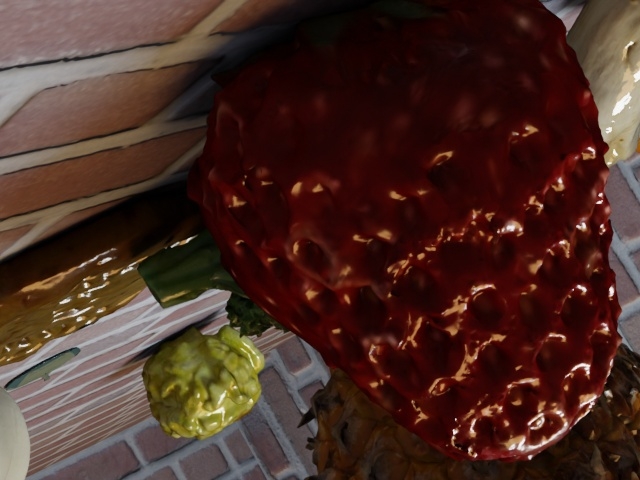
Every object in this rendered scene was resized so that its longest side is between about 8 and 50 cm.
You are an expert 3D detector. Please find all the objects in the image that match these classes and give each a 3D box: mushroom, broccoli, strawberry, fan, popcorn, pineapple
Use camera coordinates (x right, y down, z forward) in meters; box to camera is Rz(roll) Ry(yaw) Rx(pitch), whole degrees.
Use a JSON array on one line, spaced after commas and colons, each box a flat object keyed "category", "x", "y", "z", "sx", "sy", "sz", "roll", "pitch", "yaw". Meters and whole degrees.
[{"category": "mushroom", "x": 0.297, "y": -0.193, "z": 1.271, "sx": 0.123, "sy": 0.095, "sz": 0.351, "roll": 5, "pitch": 142, "yaw": -14}, {"category": "broccoli", "x": -0.072, "y": 0.007, "z": 1.258, "sx": 0.194, "sy": 0.194, "sz": 0.219, "roll": -28, "pitch": -175, "yaw": -14}, {"category": "strawberry", "x": 0.093, "y": -0.009, "z": 1.031, "sx": 0.317, "sy": 0.345, "sz": 0.295, "roll": -17, "pitch": 161, "yaw": -50}, {"category": "fan", "x": -0.380, "y": 0.181, "z": 1.936, "sx": 0.113, "sy": 0.005, "sz": 0.175, "roll": -28, "pitch": 174, "yaw": -13}, {"category": "popcorn", "x": -0.194, "y": 0.236, "z": 2.414, "sx": 0.217, "sy": 0.181, "sz": 0.235, "roll": -26, "pitch": 178, "yaw": -43}, {"category": "pineapple", "x": 0.152, "y": 0.198, "z": 1.239, "sx": 0.352, "sy": 0.300, "sz": 0.352, "roll": 1, "pitch": 147, "yaw": 1}]

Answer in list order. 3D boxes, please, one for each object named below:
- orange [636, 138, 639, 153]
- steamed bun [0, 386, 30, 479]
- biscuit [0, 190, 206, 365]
[{"category": "orange", "x": 0.393, "y": -0.192, "z": 1.456, "sx": 0.246, "sy": 0.246, "sz": 0.246, "roll": -29, "pitch": 174, "yaw": -4}, {"category": "steamed bun", "x": -0.455, "y": 0.276, "z": 1.638, "sx": 0.241, "sy": 0.164, "sz": 0.146, "roll": -30, "pitch": 173, "yaw": 14}, {"category": "biscuit", "x": -0.246, "y": 0.050, "z": 1.356, "sx": 0.359, "sy": 0.046, "sz": 0.359, "roll": -31, "pitch": 174, "yaw": -4}]
